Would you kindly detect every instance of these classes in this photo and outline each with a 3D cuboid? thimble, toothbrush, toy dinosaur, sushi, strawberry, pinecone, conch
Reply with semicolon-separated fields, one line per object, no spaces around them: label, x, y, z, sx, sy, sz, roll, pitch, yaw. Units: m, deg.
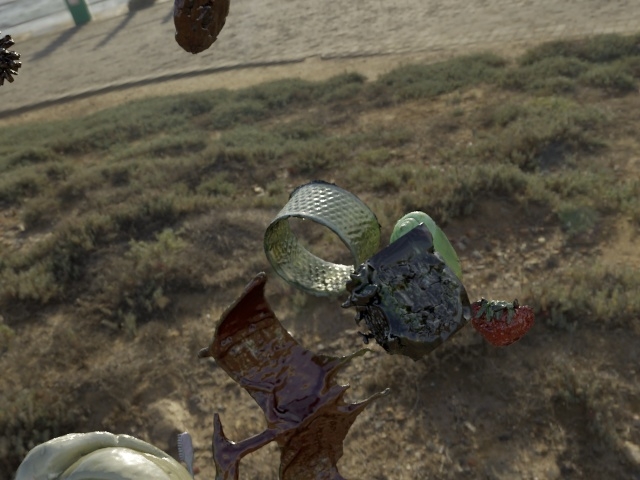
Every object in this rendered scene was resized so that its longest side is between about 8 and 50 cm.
thimble;0.000;0.000;1.677;0.271;0.270;0.150;3;37;29
toothbrush;-0.231;0.536;1.248;0.024;0.353;0.029;-2;-13;-40
toy dinosaur;-0.014;0.179;0.674;0.207;0.327;0.113;-1;11;-20
sushi;0.063;0.047;0.516;0.085;0.083;0.056;-32;-7;-33
strawberry;0.393;0.185;1.481;0.192;0.140;0.085;-37;40;58
pinecone;-0.692;-0.382;1.403;0.140;0.121;0.140;-53;4;5
conch;0.257;0.008;1.613;0.143;0.137;0.251;30;11;36

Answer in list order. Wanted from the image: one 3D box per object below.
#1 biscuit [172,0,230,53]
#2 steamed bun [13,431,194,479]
biscuit;-0.230;-0.460;1.324;0.049;0.192;0.192;22;40;8
steamed bun;-0.278;0.384;0.892;0.320;0.275;0.206;2;16;30
